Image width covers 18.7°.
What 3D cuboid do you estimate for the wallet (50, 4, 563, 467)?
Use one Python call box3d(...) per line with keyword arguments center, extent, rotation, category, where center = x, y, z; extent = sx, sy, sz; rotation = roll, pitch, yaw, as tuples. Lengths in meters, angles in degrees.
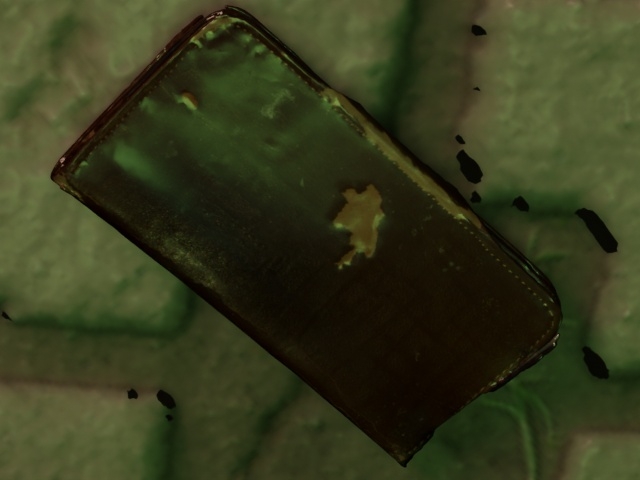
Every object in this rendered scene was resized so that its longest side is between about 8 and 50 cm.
box3d(center=(0.000, 0.000, 0.689), extent=(0.176, 0.026, 0.095), rotation=(40, 109, -19), category="wallet")
